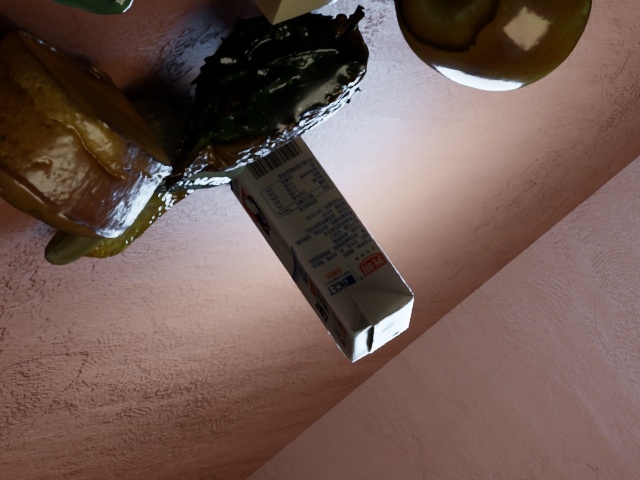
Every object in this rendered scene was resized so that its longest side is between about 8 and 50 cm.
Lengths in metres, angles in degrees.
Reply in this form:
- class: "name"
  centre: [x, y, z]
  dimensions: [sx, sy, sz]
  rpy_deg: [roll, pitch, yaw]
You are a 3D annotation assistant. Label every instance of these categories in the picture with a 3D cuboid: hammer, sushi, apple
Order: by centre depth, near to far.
- class: "sushi"
  centre: [-0.069, -0.178, 1.612]
  dimensions: [0.287, 0.149, 0.140]
  rpy_deg: [-28, 173, 9]
- class: "apple"
  centre: [0.204, -0.297, 1.731]
  dimensions: [0.237, 0.237, 0.207]
  rpy_deg: [-40, 144, 17]
- class: "hammer"
  centre: [-0.234, -0.060, 1.761]
  dimensions: [0.305, 0.113, 0.202]
  rpy_deg: [-39, 159, 32]

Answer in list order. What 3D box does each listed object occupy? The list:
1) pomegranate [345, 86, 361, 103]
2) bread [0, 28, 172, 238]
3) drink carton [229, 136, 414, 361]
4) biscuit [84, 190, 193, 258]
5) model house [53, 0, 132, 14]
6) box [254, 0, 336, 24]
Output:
- class: "pomegranate"
  centre: [-0.028, -0.205, 1.748]
  dimensions: [0.161, 0.122, 0.122]
  rpy_deg: [9, 152, -6]
- class: "bread"
  centre: [-0.266, -0.100, 1.451]
  dimensions: [0.143, 0.195, 0.270]
  rpy_deg: [-43, 157, 6]
- class: "drink carton"
  centre: [0.000, 0.000, 1.958]
  dimensions: [0.106, 0.315, 0.130]
  rpy_deg: [-32, 161, -11]
- class: "biscuit"
  centre: [-0.226, -0.058, 1.887]
  dimensions: [0.247, 0.029, 0.118]
  rpy_deg: [-38, 155, 14]
- class: "model house"
  centre: [-0.131, -0.312, 0.909]
  dimensions: [0.243, 0.284, 0.298]
  rpy_deg: [-3, 131, -56]
- class: "box"
  centre: [0.019, -0.338, 1.483]
  dimensions: [0.168, 0.095, 0.212]
  rpy_deg: [-22, 160, -28]
